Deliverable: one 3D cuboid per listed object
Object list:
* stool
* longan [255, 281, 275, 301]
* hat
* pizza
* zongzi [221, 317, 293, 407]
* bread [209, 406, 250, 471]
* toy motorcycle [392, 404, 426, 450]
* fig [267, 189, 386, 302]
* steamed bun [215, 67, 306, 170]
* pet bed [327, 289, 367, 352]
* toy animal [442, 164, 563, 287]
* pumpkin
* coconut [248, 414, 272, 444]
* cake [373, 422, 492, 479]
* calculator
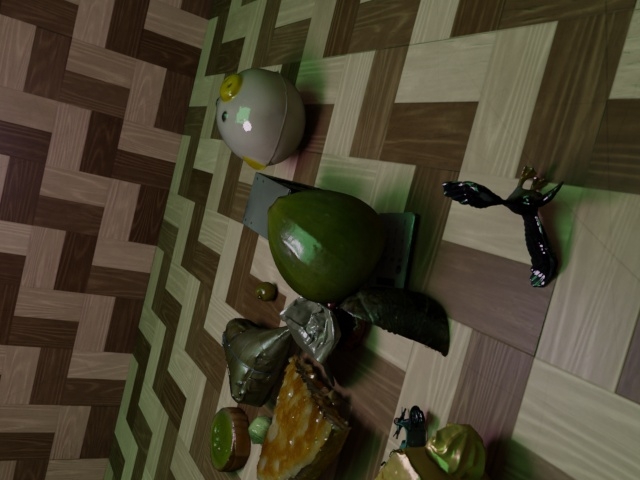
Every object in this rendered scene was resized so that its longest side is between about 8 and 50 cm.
[{"bbox_3d":[-0.064,-0.079,1.745,0.270,0.244,0.170,29,106,58],"label":"stool"},{"bbox_3d":[-0.197,0.183,2.037,0.075,0.083,0.075,21,127,30],"label":"longan"},{"bbox_3d":[0.005,0.266,1.600,0.149,0.244,0.214,-44,51,-3],"label":"hat"},{"bbox_3d":[-0.038,0.494,1.650,0.440,0.130,0.406,-49,28,38],"label":"pizza"},{"bbox_3d":[-0.200,0.313,1.919,0.360,0.160,0.323,-62,36,27],"label":"zongzi"},{"bbox_3d":[-0.330,0.715,2.089,0.236,0.070,0.236,-29,55,52],"label":"bread"},{"bbox_3d":[0.201,0.460,1.318,0.100,0.058,0.173,-11,73,63],"label":"toy motorcycle"},{"bbox_3d":[0.000,0.000,1.489,0.316,0.316,0.316,-26,59,53],"label":"fig"},{"bbox_3d":[-0.209,-0.434,2.042,0.333,0.334,0.374,-64,28,23],"label":"steamed bun"},{"bbox_3d":[0.067,0.211,1.614,0.201,0.054,0.201,-6,83,63],"label":"pet bed"},{"bbox_3d":[0.384,-0.081,1.109,0.197,0.273,0.160,-51,4,45],"label":"toy animal"},{"bbox_3d":[0.162,0.159,1.355,0.278,0.163,0.111,25,97,49],"label":"pumpkin"},{"bbox_3d":[-0.193,0.618,1.885,0.096,0.088,0.088,-55,25,-19],"label":"coconut"},{"bbox_3d":[0.232,0.511,1.089,0.286,0.223,0.227,-64,35,22],"label":"cake"},{"bbox_3d":[0.182,0.056,1.516,0.161,0.021,0.261,4,84,60],"label":"calculator"}]
